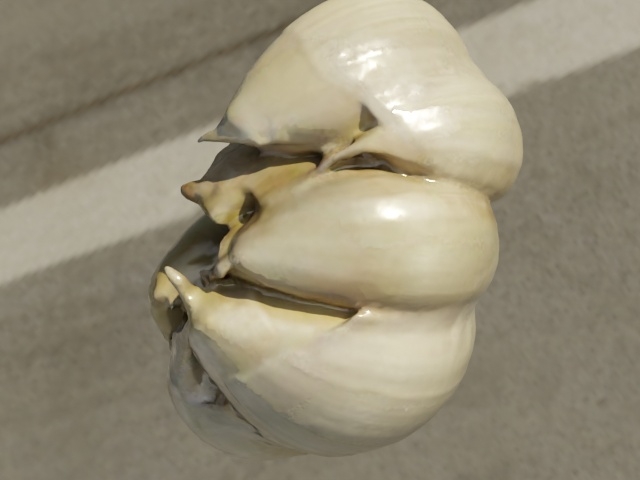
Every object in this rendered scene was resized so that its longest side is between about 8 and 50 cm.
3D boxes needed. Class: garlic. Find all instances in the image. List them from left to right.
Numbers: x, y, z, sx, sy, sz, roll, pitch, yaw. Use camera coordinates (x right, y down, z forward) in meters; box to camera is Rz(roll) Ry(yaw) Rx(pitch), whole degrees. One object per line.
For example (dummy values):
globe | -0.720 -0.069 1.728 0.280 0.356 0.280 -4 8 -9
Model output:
garlic | 0.006 0.015 0.947 0.185 0.203 0.281 53 125 31
